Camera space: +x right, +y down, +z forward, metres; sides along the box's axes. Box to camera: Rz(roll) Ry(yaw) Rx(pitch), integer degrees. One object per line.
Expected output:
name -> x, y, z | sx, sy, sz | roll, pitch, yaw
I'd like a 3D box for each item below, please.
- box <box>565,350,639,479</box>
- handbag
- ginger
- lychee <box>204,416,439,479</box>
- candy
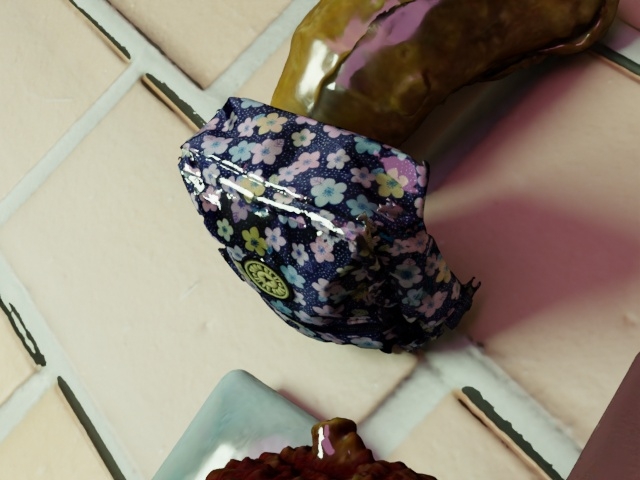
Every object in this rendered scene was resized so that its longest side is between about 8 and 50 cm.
box -> 0.266, 0.185, 0.578 | 0.294, 0.193, 0.167 | 15, 63, 39
handbag -> 0.000, 0.000, 0.853 | 0.229, 0.207, 0.126 | 21, 61, 34
ginger -> 0.086, -0.172, 0.929 | 0.321, 0.172, 0.165 | -32, 12, 14
lychee -> 0.010, 0.248, 0.678 | 0.236, 0.236, 0.271 | -9, 84, 29
candy -> -0.075, 0.198, 0.864 | 0.138, 0.071, 0.174 | 28, 79, 42
